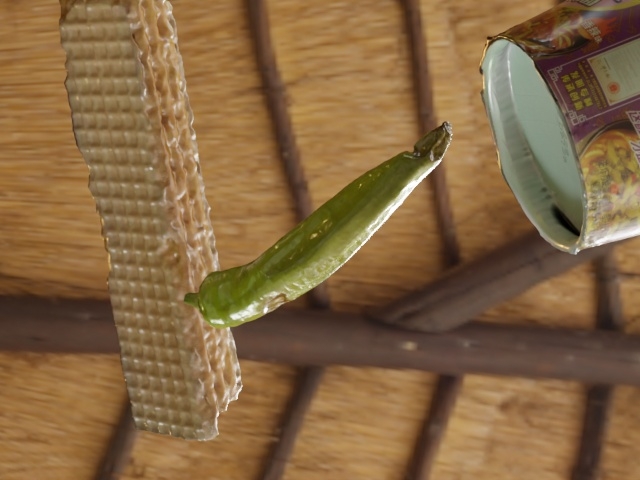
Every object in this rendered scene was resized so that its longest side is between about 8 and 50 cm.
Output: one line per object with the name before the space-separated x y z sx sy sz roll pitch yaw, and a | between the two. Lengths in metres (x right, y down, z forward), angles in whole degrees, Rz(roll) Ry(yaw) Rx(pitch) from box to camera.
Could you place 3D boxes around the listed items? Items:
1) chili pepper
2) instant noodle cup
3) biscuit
chili pepper | 0.000 0.001 0.860 0.043 0.208 0.049 57 -164 0
instant noodle cup | 0.340 -0.151 1.513 0.266 0.340 0.340 -19 -70 -10
biscuit | -0.134 -0.024 1.112 0.054 0.094 0.379 -29 -64 -47
